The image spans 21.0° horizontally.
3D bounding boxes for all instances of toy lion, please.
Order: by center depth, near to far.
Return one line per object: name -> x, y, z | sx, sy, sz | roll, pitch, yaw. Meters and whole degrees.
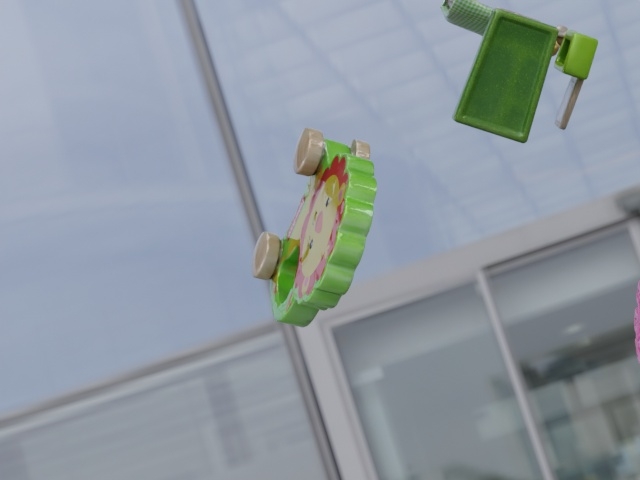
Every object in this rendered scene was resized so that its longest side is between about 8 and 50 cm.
toy lion -> 0.000, 0.000, 0.801 | 0.034, 0.096, 0.100 | 15, -59, -15

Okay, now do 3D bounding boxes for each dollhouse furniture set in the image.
dollhouse furniture set -> 0.096, -0.089, 0.894 | 0.076, 0.059, 0.152 | 18, 10, -2

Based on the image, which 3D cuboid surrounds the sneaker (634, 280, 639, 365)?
sneaker -> 0.344, 0.018, 1.408 | 0.111, 0.103, 0.252 | 23, -57, -10
